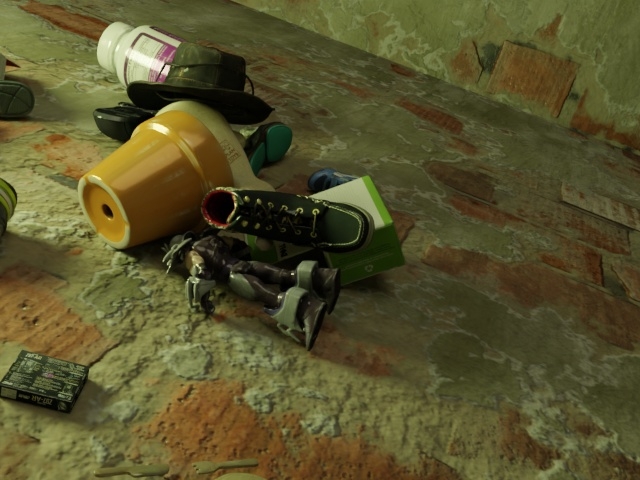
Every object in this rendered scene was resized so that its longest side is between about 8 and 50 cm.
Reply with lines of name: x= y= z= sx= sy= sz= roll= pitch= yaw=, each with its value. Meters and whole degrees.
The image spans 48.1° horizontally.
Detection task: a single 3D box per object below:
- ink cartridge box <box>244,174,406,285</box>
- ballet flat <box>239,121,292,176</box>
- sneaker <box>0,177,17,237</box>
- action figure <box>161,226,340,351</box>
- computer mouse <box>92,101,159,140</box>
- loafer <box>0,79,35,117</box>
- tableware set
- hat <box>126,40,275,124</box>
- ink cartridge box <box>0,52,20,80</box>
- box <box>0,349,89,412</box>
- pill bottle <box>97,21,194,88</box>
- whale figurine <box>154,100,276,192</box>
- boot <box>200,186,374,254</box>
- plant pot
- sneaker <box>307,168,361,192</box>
ink cartridge box: x=0.000 y=0.000 z=1.287 sx=0.255 sy=0.097 sz=0.189 roll=-20 pitch=32 yaw=1
ballet flat: x=-0.149 y=-0.207 z=1.579 sx=0.096 sy=0.095 sz=0.280 roll=11 pitch=24 yaw=14
sneaker: x=-0.578 y=-0.047 z=0.979 sx=0.299 sy=0.111 sz=0.121 roll=4 pitch=34 yaw=-23
action figure: x=-0.119 y=0.056 z=1.091 sx=0.284 sy=0.099 sz=0.185 roll=21 pitch=33 yaw=14
computer mouse: x=-0.376 y=-0.244 z=1.544 sx=0.183 sy=0.060 sz=0.262 roll=12 pitch=15 yaw=-4
loafer: x=-0.703 y=-0.286 z=1.396 sx=0.267 sy=0.096 sz=0.084 roll=3 pitch=10 yaw=-43
tableware set: x=-0.122 y=0.277 z=0.721 sx=0.194 sy=0.039 sz=0.128 roll=7 pitch=16 yaw=-33
hat: x=-0.241 y=-0.335 z=1.475 sx=0.331 sy=0.134 sz=0.331 roll=6 pitch=-1 yaw=0
ink cartridge box: x=-0.804 y=-0.376 z=1.478 sx=0.296 sy=0.066 sz=0.261 roll=7 pitch=1 yaw=-9
box: x=-0.320 y=0.163 z=0.833 sx=0.083 sy=0.018 sz=0.067 roll=15 pitch=26 yaw=-7
pill bottle: x=-0.386 y=-0.421 z=1.749 sx=0.301 sy=0.169 sz=0.169 roll=26 pitch=27 yaw=15
whale figurine: x=-0.218 y=-0.141 z=1.391 sx=0.272 sy=0.141 sz=0.216 roll=42 pitch=42 yaw=-3
boot: x=-0.053 y=-0.031 z=1.114 sx=0.236 sy=0.085 sz=0.178 roll=13 pitch=6 yaw=42
plant pot: x=-0.277 y=-0.084 z=1.162 sx=0.205 sy=0.205 sz=0.188 roll=32 pitch=45 yaw=26
sneaker: x=0.042 y=-0.120 z=1.574 sx=0.144 sy=0.053 sz=0.059 roll=4 pitch=32 yaw=-25
